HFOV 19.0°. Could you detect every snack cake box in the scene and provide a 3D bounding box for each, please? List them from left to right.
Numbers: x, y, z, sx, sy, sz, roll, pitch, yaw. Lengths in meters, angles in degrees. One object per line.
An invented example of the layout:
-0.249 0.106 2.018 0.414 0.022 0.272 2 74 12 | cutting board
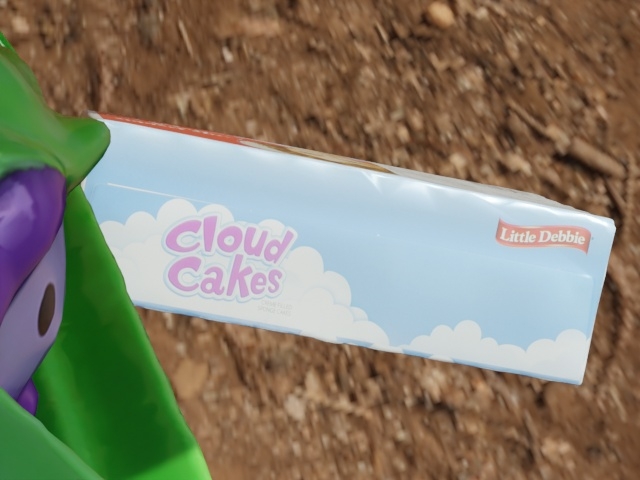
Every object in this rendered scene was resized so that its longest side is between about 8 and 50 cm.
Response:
0.000 0.000 0.986 0.264 0.152 0.089 11 95 -10 | snack cake box

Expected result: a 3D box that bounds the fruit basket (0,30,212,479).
-0.118 -0.083 0.526 0.392 0.392 0.283 -34 125 8 | fruit basket
